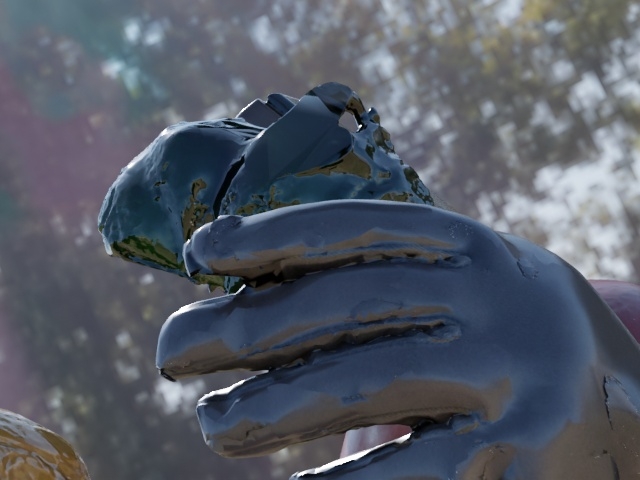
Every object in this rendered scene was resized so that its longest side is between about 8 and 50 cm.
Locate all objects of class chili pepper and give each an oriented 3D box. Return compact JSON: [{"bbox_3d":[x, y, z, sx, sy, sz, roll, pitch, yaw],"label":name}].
[{"bbox_3d":[-0.043,-0.035,1.284,0.264,0.116,0.148,14,41,35],"label":"chili pepper"}]

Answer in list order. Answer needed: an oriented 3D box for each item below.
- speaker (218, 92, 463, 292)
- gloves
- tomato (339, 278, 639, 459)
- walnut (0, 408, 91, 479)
[{"bbox_3d":[0.000,0.000,1.689,0.192,0.231,0.153,-55,-18,11],"label":"speaker"},{"bbox_3d":[0.077,0.067,0.669,0.142,0.285,0.119,-80,15,-61],"label":"gloves"},{"bbox_3d":[0.151,0.154,1.126,0.298,0.298,0.226,-28,25,18],"label":"tomato"},{"bbox_3d":[-0.246,0.193,1.250,0.206,0.159,0.159,12,-33,-39],"label":"walnut"}]
